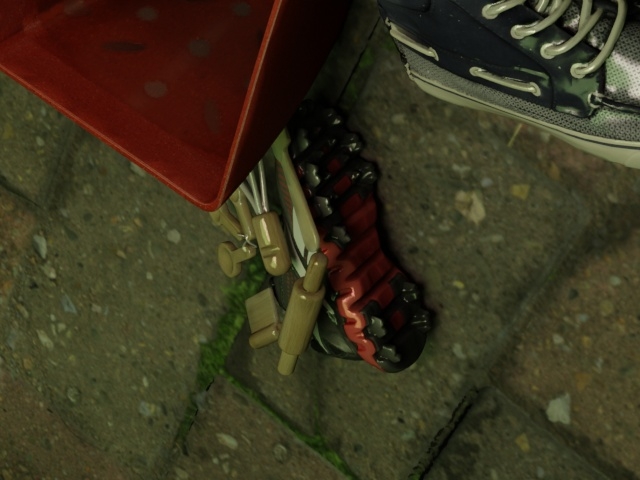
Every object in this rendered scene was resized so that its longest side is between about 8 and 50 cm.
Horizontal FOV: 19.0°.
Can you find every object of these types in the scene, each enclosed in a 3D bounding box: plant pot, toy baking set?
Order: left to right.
[{"bbox_3d":[-0.096,-0.235,1.614,0.267,0.235,0.267,35,134,16],"label":"plant pot"},{"bbox_3d":[-0.053,0.000,1.762,0.197,0.030,0.256,57,148,27],"label":"toy baking set"}]

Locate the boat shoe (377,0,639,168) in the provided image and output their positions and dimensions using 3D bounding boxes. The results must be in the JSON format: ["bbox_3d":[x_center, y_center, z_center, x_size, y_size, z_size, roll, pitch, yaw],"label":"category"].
[{"bbox_3d":[0.185,-0.159,1.479,0.340,0.127,0.158,14,158,33],"label":"boat shoe"}]

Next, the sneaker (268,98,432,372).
[{"bbox_3d":[0.000,0.000,1.797,0.135,0.097,0.276,-5,114,42],"label":"sneaker"}]
